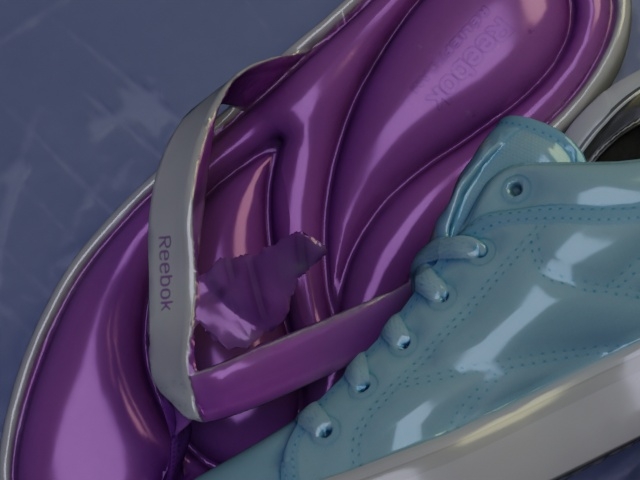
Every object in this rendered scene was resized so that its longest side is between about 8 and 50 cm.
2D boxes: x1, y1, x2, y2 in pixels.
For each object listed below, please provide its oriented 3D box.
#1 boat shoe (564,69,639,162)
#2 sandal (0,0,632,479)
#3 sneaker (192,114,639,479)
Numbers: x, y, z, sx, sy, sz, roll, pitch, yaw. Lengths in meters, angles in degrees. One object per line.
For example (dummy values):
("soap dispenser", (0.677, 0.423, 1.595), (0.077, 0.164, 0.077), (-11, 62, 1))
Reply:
("boat shoe", (0.172, -0.060, 0.749), (0.142, 0.049, 0.040), (-35, 44, -11))
("sandal", (-0.013, -0.008, 0.734), (0.169, 0.102, 0.416), (34, 82, 12))
("sneaker", (0.077, 0.034, 0.683), (0.366, 0.135, 0.150), (-25, 78, -7))
